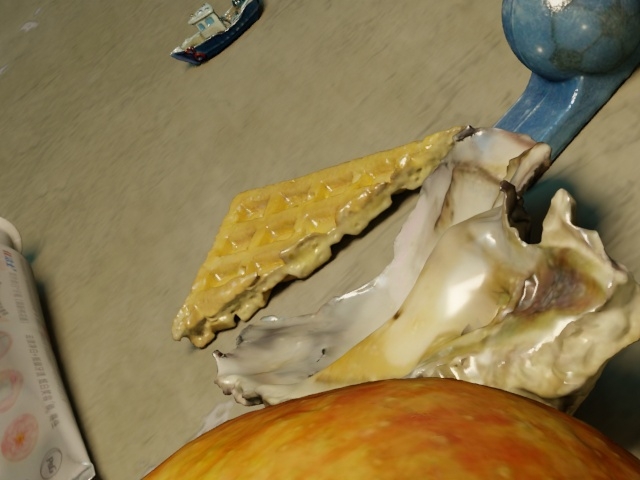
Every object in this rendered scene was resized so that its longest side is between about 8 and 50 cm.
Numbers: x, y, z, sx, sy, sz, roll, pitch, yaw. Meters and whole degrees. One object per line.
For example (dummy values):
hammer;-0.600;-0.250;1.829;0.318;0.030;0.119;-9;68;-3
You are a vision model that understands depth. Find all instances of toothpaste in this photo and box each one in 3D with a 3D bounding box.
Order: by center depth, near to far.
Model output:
toothpaste;-0.210;0.087;1.307;0.100;0.066;0.323;-37;33;9

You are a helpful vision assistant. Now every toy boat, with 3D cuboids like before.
toy boat;-0.082;-0.167;1.511;0.083;0.038;0.038;-42;28;1

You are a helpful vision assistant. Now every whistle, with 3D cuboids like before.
whistle;0.132;-0.115;1.116;0.158;0.090;0.090;-47;28;-8

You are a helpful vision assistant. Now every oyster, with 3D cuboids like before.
oyster;0.059;0.035;0.994;0.275;0.100;0.271;-41;23;31

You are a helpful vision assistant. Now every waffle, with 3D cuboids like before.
waffle;0.000;0.000;1.181;0.191;0.032;0.125;-15;37;44

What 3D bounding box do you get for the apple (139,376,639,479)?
apple;0.016;0.195;0.671;0.277;0.250;0.309;-28;34;26
